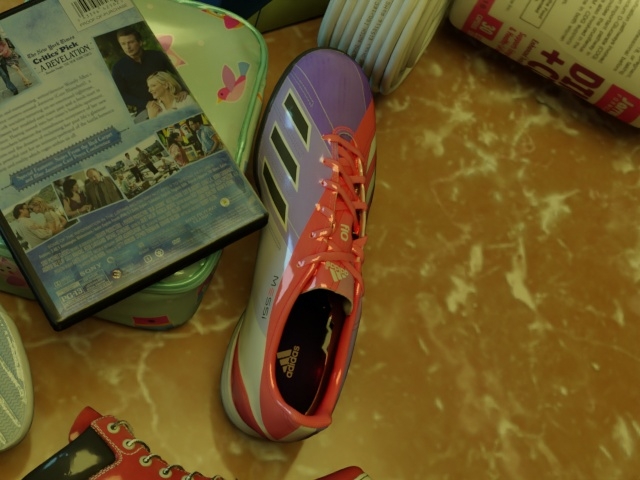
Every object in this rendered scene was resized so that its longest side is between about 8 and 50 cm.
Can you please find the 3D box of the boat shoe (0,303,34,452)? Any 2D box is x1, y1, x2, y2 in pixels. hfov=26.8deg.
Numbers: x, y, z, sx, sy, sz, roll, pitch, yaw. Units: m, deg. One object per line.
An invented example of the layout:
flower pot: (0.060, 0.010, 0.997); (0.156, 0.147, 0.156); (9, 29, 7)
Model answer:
boat shoe: (-0.277, 0.058, 1.026); (0.083, 0.076, 0.226); (-27, 80, -3)

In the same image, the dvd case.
dvd case: (-0.179, -0.076, 1.020); (0.180, 0.022, 0.253); (-28, 73, -16)

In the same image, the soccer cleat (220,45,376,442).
soccer cleat: (0.000, 0.000, 1.048); (0.108, 0.116, 0.318); (14, 82, -23)

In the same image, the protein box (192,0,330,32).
protein box: (-0.066, -0.316, 1.173); (0.136, 0.200, 0.201); (-20, 72, -20)

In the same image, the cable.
cable: (0.084, -0.251, 1.147); (0.089, 0.257, 0.257); (28, 23, 2)

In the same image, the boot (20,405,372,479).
boot: (-0.093, 0.181, 1.013); (0.244, 0.088, 0.176); (-22, 72, -17)

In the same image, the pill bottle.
pill bottle: (0.274, -0.202, 1.226); (0.283, 0.160, 0.160); (29, 63, 1)

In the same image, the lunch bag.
lunch bag: (-0.172, -0.074, 1.092); (0.224, 0.108, 0.279); (17, 64, -6)
